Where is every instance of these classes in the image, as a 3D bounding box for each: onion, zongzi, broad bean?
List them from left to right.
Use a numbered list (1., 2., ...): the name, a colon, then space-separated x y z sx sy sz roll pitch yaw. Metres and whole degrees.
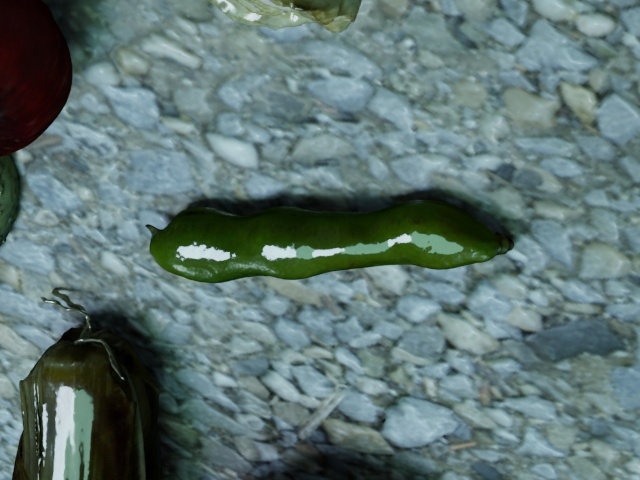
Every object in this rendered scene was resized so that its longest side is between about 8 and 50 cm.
1. onion: -0.219 -0.106 1.226 0.131 0.131 0.131 10 135 11
2. zongzi: -0.191 0.205 1.426 0.111 0.241 0.247 12 135 10
3. broad bean: -0.001 0.000 1.300 0.256 0.052 0.053 -2 173 18

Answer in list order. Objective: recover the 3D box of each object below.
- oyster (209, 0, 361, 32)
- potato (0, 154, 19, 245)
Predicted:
1. oyster: -0.034 -0.186 1.113 0.163 0.081 0.191 41 129 -13
2. potato: -0.285 -0.010 1.391 0.198 0.054 0.119 -29 115 38
